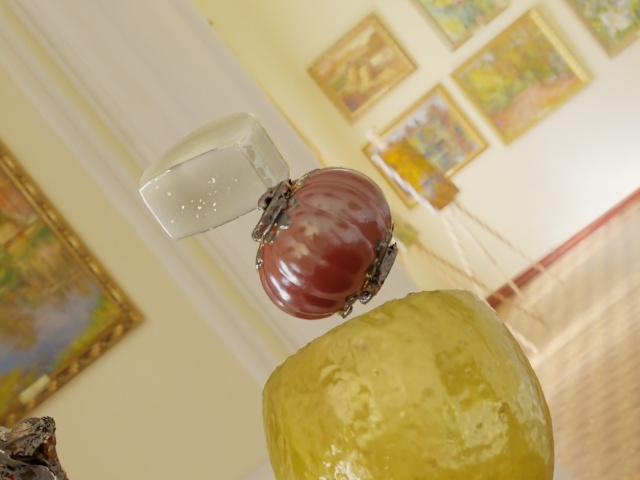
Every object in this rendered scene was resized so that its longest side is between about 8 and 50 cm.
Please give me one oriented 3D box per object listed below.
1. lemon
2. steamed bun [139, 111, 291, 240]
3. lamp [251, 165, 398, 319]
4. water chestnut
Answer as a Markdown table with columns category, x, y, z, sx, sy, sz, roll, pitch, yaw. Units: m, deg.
| category | x | y | z | sx | sy | sz | roll | pitch | yaw |
| --- | --- | --- | --- | --- | --- | --- | --- | --- | --- |
| lemon | 0.117 | 0.258 | 1.284 | 0.364 | 0.364 | 0.364 | -39 | 1 | 1 |
| steamed bun | -0.176 | -0.118 | 1.807 | 0.241 | 0.146 | 0.164 | -22 | 25 | 26 |
| lamp | 0.000 | 0.000 | 1.501 | 0.227 | 0.227 | 0.227 | -39 | 1 | 1 |
| water chestnut | -0.508 | 0.380 | 1.696 | 0.238 | 0.223 | 0.223 | -60 | 1 | 0 |
